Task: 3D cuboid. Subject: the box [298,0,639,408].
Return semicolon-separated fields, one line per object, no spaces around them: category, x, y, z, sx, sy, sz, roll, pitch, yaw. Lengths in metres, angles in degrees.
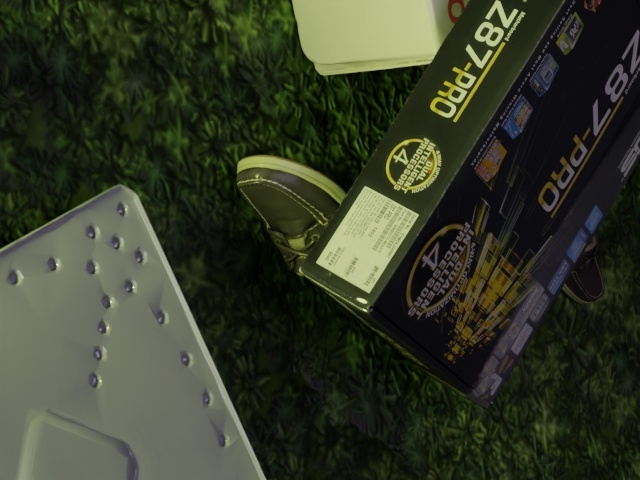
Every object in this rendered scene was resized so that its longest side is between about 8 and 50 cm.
box;0.172;-0.067;1.750;0.395;0.097;0.318;-58;151;-6

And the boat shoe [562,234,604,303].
boat shoe;0.274;0.007;2.027;0.056;0.049;0.152;-53;124;-34

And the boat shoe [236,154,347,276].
boat shoe;-0.001;0.000;1.724;0.223;0.080;0.073;40;56;-42

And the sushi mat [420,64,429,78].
sushi mat;0.217;-0.144;1.998;0.316;0.019;0.151;-14;99;-45

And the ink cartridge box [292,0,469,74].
ink cartridge box;0.146;-0.345;1.824;0.395;0.166;0.285;-25;107;-44

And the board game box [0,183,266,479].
board game box;-0.204;0.201;1.462;0.390;0.050;0.390;-34;104;-48
